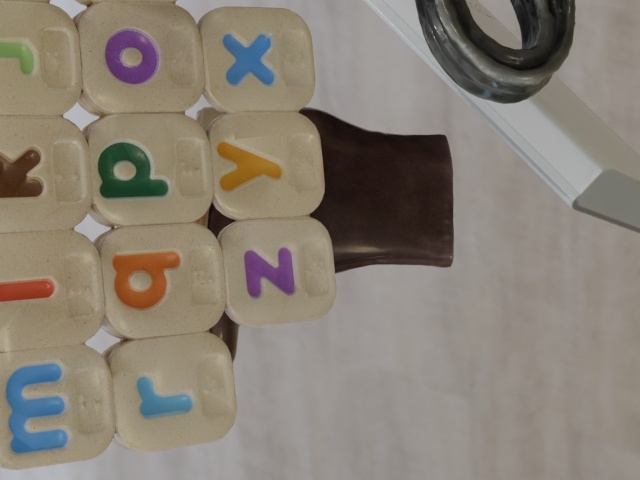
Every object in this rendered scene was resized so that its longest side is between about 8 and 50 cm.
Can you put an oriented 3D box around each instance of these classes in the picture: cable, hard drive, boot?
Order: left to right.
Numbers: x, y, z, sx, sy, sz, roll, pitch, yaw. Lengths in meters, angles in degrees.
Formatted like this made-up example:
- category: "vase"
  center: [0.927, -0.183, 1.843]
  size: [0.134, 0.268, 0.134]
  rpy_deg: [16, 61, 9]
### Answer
- category: "boot"
  center: [0.000, 0.000, 1.248]
  size: [0.090, 0.206, 0.248]
  rpy_deg: [107, 169, -54]
- category: "cable"
  center: [0.068, -0.203, 0.734]
  size: [0.072, 0.139, 0.287]
  rpy_deg: [-45, 31, 52]
- category: "hard drive"
  center: [0.141, -0.147, 1.399]
  size: [0.047, 0.233, 0.353]
  rpy_deg: [-49, 65, 15]

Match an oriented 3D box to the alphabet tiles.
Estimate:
- category: "alphabet tiles"
  center: [-0.118, -0.034, 0.837]
  size: [0.021, 0.278, 0.284]
  rpy_deg: [-8, 87, 57]
